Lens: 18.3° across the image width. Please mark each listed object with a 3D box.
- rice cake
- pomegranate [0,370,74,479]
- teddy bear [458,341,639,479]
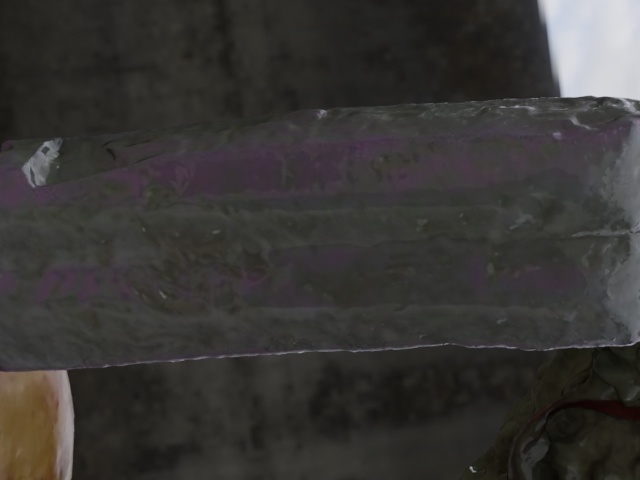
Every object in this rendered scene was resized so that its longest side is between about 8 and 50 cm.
[{"bbox_3d":[-0.002,-0.002,0.838,0.050,0.298,0.106,-73,159,-65],"label":"rice cake"},{"bbox_3d":[-0.298,0.118,1.001,0.338,0.338,0.338,172,-90,-82],"label":"pomegranate"},{"bbox_3d":[0.259,0.213,1.265,0.367,0.357,0.224,41,19,1],"label":"teddy bear"}]
